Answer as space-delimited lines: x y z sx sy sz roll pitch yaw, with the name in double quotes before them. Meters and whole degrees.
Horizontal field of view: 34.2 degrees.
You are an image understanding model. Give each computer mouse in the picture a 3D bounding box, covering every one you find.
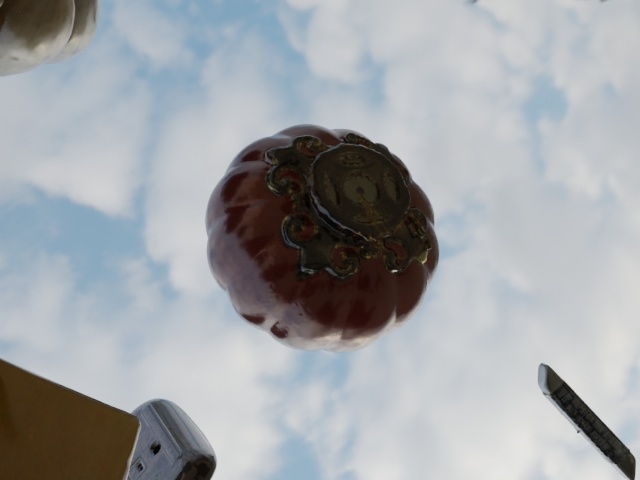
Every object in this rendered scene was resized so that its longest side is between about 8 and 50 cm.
"computer mouse" -0.171 0.241 1.088 0.120 0.232 0.057 -48 -66 -7

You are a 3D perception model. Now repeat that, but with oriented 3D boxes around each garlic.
"garlic" -0.328 -0.262 1.033 0.210 0.292 0.237 70 -159 -5

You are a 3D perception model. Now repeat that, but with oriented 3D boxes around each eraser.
"eraser" 0.184 0.126 0.723 0.099 0.019 0.027 46 179 0

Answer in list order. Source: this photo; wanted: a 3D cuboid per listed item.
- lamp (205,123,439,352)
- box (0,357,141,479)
"lamp" 0.000 0.000 0.991 0.227 0.227 0.226 20 -120 -40
"box" -0.308 0.176 0.486 0.116 0.415 0.264 40 -123 -55
